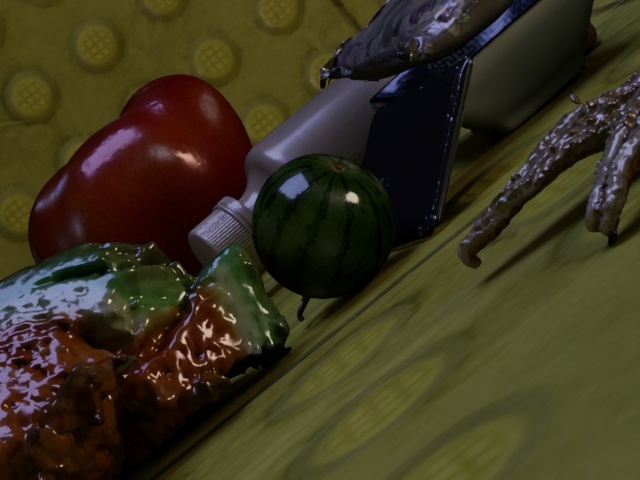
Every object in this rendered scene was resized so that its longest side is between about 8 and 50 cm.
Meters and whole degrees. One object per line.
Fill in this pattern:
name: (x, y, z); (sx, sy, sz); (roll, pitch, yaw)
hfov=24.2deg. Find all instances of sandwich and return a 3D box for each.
sandwich: (-0.190, 0.112, 0.944); (0.250, 0.162, 0.301); (-39, 1, 43)

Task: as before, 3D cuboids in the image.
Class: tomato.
tomato: (-0.177, -0.028, 1.636); (0.298, 0.226, 0.298); (-44, 9, 9)

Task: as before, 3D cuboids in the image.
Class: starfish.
starfish: (0.162, -0.069, 0.727); (0.231, 0.048, 0.295); (-40, 5, -10)

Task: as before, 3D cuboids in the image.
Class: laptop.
laptop: (0.060, -0.054, 1.079); (0.180, 0.016, 0.129); (159, 125, -70)

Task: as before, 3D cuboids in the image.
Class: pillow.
pillow: (0.091, -0.180, 1.202); (0.169, 0.059, 0.255); (-44, 11, -9)

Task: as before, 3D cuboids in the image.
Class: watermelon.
watermelon: (0.002, -0.007, 1.007); (0.109, 0.109, 0.109); (-38, 6, 4)

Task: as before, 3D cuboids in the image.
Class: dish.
dish: (0.147, -0.145, 1.229); (0.182, 0.080, 0.243); (-41, 9, -2)

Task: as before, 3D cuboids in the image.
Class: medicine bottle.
medicine bottle: (-0.009, -0.057, 1.367); (0.252, 0.114, 0.114); (-41, 6, -20)

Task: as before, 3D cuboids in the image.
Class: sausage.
sausage: (0.220, -0.179, 1.294); (0.034, 0.034, 0.083); (-38, 7, 6)
